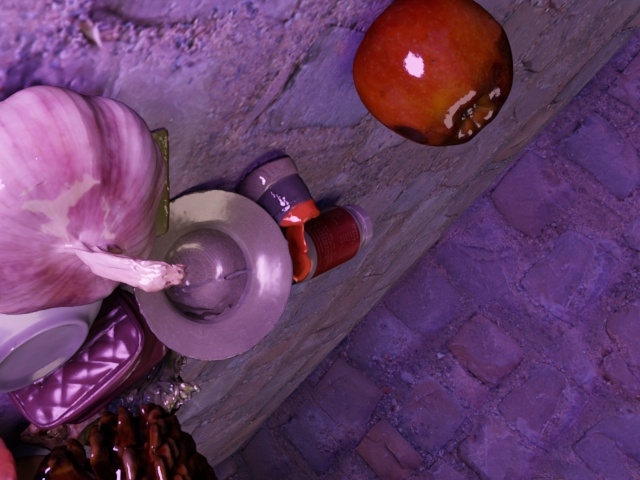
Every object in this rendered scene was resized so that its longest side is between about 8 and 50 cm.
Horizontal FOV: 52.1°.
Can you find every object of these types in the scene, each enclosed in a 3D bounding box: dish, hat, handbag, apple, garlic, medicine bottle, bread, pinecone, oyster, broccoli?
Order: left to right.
[{"bbox_3d":[-0.365,0.096,0.782,0.256,0.117,0.256,-38,164,-13],"label":"dish"},{"bbox_3d":[-0.220,-0.014,0.602,0.245,0.253,0.245,-41,150,-30],"label":"garlic"},{"bbox_3d":[-0.349,0.173,0.977,0.225,0.146,0.135,-39,168,-4],"label":"handbag"},{"bbox_3d":[-0.454,0.352,1.318,0.221,0.096,0.361,-46,168,-13],"label":"oyster"},{"bbox_3d":[-0.240,-0.076,0.816,0.074,0.084,0.139,-23,125,-49],"label":"bread"},{"bbox_3d":[-0.291,0.467,1.003,0.398,0.398,0.398,-38,164,-13],"label":"pinecone"},{"bbox_3d":[-0.284,0.215,1.189,0.275,0.198,0.177,-48,120,-4],"label":"broccoli"},{"bbox_3d":[-0.183,0.053,1.025,0.257,0.257,0.130,-34,-166,-26],"label":"hat"},{"bbox_3d":[0.000,0.000,1.383,0.250,0.131,0.131,-24,157,-49],"label":"medicine bottle"},{"bbox_3d":[0.172,-0.251,0.975,0.230,0.230,0.230,-38,164,-13],"label":"apple"}]

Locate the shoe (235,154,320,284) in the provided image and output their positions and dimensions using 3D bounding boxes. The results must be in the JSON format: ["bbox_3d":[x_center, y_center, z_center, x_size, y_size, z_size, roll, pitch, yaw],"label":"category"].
[{"bbox_3d":[-0.093,0.021,1.138,0.132,0.171,0.336,-26,157,-47],"label":"shoe"}]

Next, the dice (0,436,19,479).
[{"bbox_3d":[-0.560,0.367,0.938,0.174,0.175,0.179,-49,159,26],"label":"dice"}]

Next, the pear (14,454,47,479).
[{"bbox_3d":[-0.538,0.571,1.217,0.348,0.348,0.348,-38,164,-13],"label":"pear"}]
